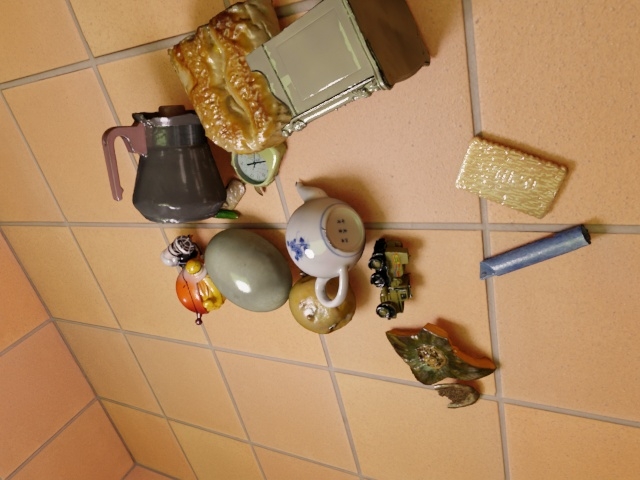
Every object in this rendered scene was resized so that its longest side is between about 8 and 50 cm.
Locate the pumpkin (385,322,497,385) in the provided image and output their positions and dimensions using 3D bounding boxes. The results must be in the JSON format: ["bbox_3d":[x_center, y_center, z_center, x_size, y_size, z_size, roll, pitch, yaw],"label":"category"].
[{"bbox_3d":[0.390,0.381,1.616,0.290,0.095,0.258,-27,107,43],"label":"pumpkin"}]

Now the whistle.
[{"bbox_3d":[0.569,0.039,1.309,0.304,0.062,0.062,-28,102,40],"label":"whistle"}]

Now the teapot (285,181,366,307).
[{"bbox_3d":[0.000,0.000,1.507,0.280,0.253,0.423,-23,77,54],"label":"teapot"}]

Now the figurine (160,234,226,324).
[{"bbox_3d":[-0.477,0.147,1.861,0.323,0.196,0.320,58,175,8],"label":"figurine"}]

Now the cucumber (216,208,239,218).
[{"bbox_3d":[-0.370,-0.098,1.801,0.168,0.039,0.039,7,122,25],"label":"cucumber"}]

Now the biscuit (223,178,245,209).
[{"bbox_3d":[-0.319,-0.166,1.740,0.071,0.018,0.147,42,130,-2],"label":"biscuit"}]

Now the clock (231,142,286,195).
[{"bbox_3d":[-0.214,-0.251,1.589,0.170,0.069,0.231,31,131,10],"label":"clock"}]

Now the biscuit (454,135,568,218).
[{"bbox_3d":[0.488,-0.164,1.247,0.250,0.030,0.160,23,128,17],"label":"biscuit"}]

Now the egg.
[{"bbox_3d":[-0.257,0.107,1.723,0.352,0.258,0.258,43,131,2],"label":"egg"}]

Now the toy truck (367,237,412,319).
[{"bbox_3d":[0.230,0.124,1.533,0.127,0.127,0.256,0,120,15],"label":"toy truck"}]

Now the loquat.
[{"bbox_3d":[0.004,0.203,1.658,0.244,0.244,0.243,15,126,22],"label":"loquat"}]

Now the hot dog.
[{"bbox_3d":[-0.214,-0.435,1.381,0.368,0.196,0.365,-19,97,30],"label":"hot dog"}]

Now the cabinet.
[{"bbox_3d":[0.045,-0.436,1.167,0.318,0.290,0.227,-17,108,39],"label":"cabinet"}]

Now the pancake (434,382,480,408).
[{"bbox_3d":[0.463,0.542,1.680,0.191,0.020,0.184,24,138,-16],"label":"pancake"}]

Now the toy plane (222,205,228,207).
[{"bbox_3d":[-0.477,-0.154,1.797,0.287,0.092,0.108,27,101,24],"label":"toy plane"}]

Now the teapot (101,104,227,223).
[{"bbox_3d":[-0.495,-0.247,1.544,0.306,0.376,0.361,13,111,44],"label":"teapot"}]
